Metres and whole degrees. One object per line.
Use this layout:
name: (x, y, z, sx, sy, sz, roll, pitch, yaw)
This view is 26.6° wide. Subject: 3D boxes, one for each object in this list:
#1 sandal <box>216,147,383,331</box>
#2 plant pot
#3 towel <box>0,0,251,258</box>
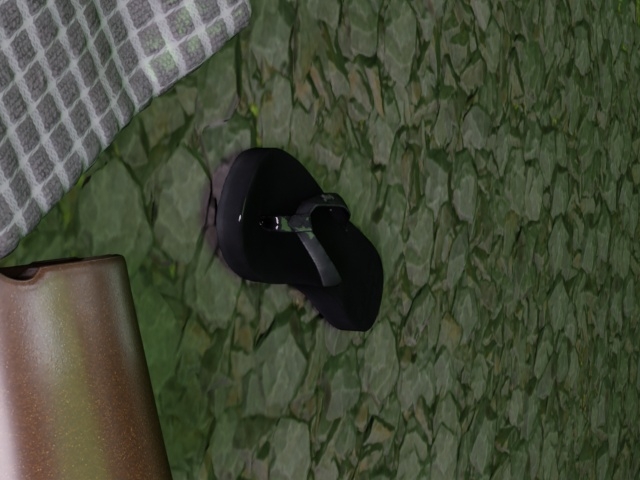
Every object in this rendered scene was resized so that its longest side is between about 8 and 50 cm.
sandal: (0.000, -0.001, 1.009, 0.254, 0.054, 0.097, 34, 63, -59)
plant pot: (-0.145, 0.094, 0.640, 0.167, 0.167, 0.165, -10, 92, -62)
towel: (-0.156, -0.153, 0.624, 0.235, 0.121, 0.283, -59, 141, -42)
